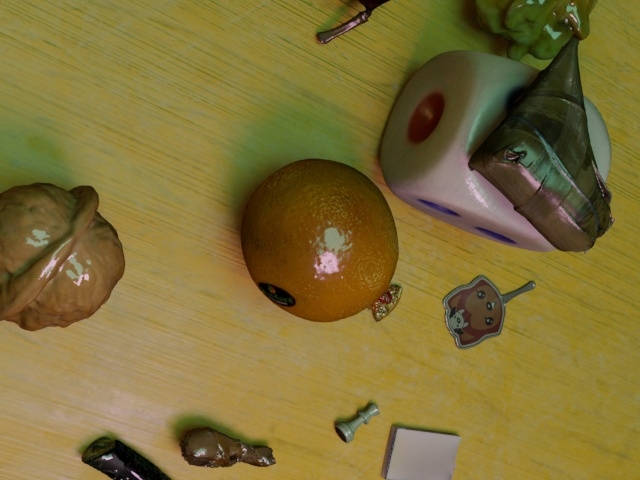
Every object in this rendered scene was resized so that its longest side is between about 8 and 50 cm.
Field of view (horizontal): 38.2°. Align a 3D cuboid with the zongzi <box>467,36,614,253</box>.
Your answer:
[{"bbox_3d":[0.397,-0.143,1.450,0.251,0.125,0.274,44,71,-19],"label":"zongzi"}]

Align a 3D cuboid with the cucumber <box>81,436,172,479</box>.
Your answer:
[{"bbox_3d":[-0.289,0.415,1.566,0.245,0.067,0.067,42,78,-22],"label":"cucumber"}]

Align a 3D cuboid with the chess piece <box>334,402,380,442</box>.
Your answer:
[{"bbox_3d":[0.074,0.336,1.725,0.093,0.042,0.042,-32,106,-23],"label":"chess piece"}]

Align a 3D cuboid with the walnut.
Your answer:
[{"bbox_3d":[-0.408,0.019,1.380,0.224,0.257,0.257,41,78,-19],"label":"walnut"}]

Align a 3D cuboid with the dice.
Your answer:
[{"bbox_3d":[0.304,-0.156,1.639,0.304,0.304,0.277,22,85,-23],"label":"dice"}]

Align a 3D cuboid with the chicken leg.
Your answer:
[{"bbox_3d":[-0.159,0.365,1.610,0.197,0.085,0.069,19,62,-37],"label":"chicken leg"}]

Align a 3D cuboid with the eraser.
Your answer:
[{"bbox_3d":[0.196,0.417,1.790,0.150,0.023,0.104,12,90,-24],"label":"eraser"}]

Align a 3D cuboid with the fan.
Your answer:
[{"bbox_3d":[0.342,0.128,1.838,0.220,0.009,0.132,-22,103,-20],"label":"fan"}]

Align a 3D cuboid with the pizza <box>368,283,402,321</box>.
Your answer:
[{"bbox_3d":[0.114,0.106,1.730,0.078,0.025,0.083,40,79,-23],"label":"pizza"}]

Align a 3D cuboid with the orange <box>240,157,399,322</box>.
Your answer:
[{"bbox_3d":[0.000,0.000,1.545,0.274,0.274,0.274,-2,95,-23],"label":"orange"}]

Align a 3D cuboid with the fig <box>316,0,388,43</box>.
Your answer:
[{"bbox_3d":[0.092,-0.477,1.598,0.203,0.186,0.250,-19,110,-39],"label":"fig"}]

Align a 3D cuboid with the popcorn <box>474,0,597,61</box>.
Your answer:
[{"bbox_3d":[0.416,-0.469,1.719,0.286,0.215,0.252,-33,138,-16],"label":"popcorn"}]
